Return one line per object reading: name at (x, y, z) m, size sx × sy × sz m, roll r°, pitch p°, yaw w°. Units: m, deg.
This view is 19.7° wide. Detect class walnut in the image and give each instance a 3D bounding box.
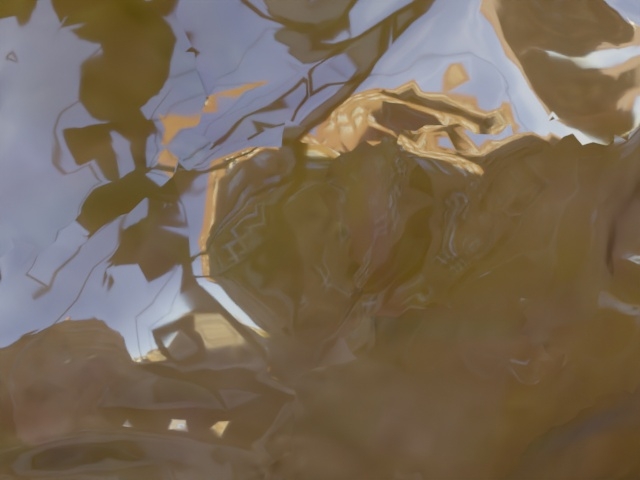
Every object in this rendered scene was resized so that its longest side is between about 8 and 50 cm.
walnut at (0.000, 0.000, 0.597) m, size 0.308 × 0.354 × 0.398 m, roll 42°, pitch 39°, yaw 25°
